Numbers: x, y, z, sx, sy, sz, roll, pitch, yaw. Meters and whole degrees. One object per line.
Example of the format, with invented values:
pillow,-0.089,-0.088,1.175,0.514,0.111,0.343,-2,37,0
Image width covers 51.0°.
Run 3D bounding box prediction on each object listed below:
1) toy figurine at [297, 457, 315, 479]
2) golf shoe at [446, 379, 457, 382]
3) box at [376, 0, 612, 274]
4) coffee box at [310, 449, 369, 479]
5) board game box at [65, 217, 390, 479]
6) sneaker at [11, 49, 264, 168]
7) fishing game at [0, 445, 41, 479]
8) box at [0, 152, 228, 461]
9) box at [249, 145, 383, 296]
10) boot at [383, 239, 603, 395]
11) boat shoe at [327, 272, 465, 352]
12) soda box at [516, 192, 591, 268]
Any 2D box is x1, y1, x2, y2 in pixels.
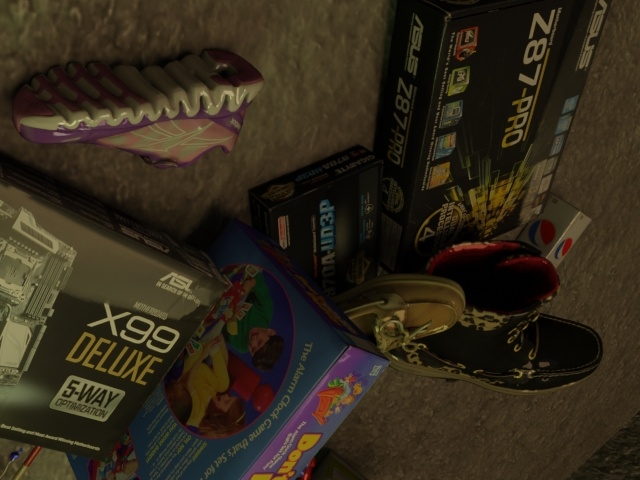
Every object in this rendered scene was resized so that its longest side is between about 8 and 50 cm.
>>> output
toy figurine,-0.130,0.307,0.891,0.362,0.217,0.191,22,77,-82
golf shoe,0.289,0.148,1.249,0.120,0.105,0.272,-13,130,-44
box,0.224,-0.162,0.938,0.318,0.097,0.394,-22,135,-31
coffee box,0.035,0.626,1.120,0.337,0.338,0.334,-51,177,2
board game box,-0.119,0.181,0.728,0.347,0.233,0.078,-52,139,8
sneaker,-0.164,-0.111,0.638,0.236,0.095,0.104,-16,139,-34
fishing game,-0.440,0.230,0.702,0.264,0.041,0.189,28,100,-42
box,-0.280,0.067,0.641,0.307,0.076,0.242,31,99,-38
box,0.000,0.000,0.902,0.175,0.051,0.220,-25,136,-25
boot,0.289,0.122,1.020,0.378,0.138,0.284,8,150,-2
boat shoe,0.046,0.117,0.856,0.285,0.089,0.104,-13,129,9
soda box,0.414,0.023,1.278,0.069,0.074,0.216,19,108,-48
